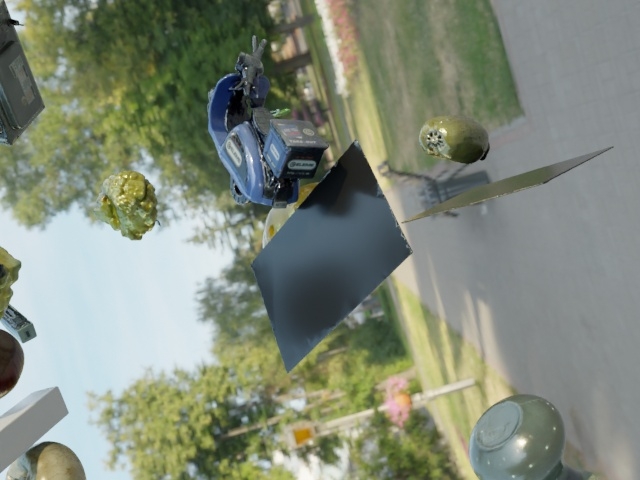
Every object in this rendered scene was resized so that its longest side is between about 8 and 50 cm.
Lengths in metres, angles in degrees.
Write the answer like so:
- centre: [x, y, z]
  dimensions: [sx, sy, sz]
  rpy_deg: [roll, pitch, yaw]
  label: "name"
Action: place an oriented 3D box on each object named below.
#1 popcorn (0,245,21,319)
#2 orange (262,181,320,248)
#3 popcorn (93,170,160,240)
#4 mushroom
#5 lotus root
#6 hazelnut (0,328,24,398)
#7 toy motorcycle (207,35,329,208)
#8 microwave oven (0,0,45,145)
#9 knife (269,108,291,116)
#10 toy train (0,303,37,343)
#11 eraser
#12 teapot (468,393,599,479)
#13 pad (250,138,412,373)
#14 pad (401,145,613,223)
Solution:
- centre: [-0.709, 0.082, 1.614]
  dimensions: [0.237, 0.293, 0.293]
  rpy_deg: [94, 167, -46]
  label: "popcorn"
- centre: [0.000, 0.000, 2.031]
  dimensions: [0.235, 0.279, 0.279]
  rpy_deg: [-116, 5, -47]
  label: "orange"
- centre: [-0.458, -0.082, 2.066]
  dimensions: [0.142, 0.174, 0.173]
  rpy_deg: [-13, -94, -50]
  label: "popcorn"
- centre: [-0.636, 0.547, 1.920]
  dimensions: [0.195, 0.254, 0.188]
  rpy_deg: [14, -118, -36]
  label: "mushroom"
- centre: [0.231, -0.169, 1.429]
  dimensions: [0.183, 0.090, 0.077]
  rpy_deg: [1, -76, -53]
  label: "lotus root"
- centre: [-0.791, 0.297, 1.979]
  dimensions: [0.160, 0.202, 0.170]
  rpy_deg: [163, 92, -76]
  label: "hazelnut"
- centre: [-0.116, -0.208, 1.549]
  dimensions: [0.358, 0.125, 0.212]
  rpy_deg: [58, 136, 39]
  label: "toy motorcycle"
- centre: [-0.647, -0.315, 1.598]
  dimensions: [0.240, 0.194, 0.145]
  rpy_deg: [83, -155, -43]
  label: "microwave oven"
- centre: [-0.124, -0.360, 2.404]
  dimensions: [0.166, 0.078, 0.022]
  rpy_deg: [-28, -60, -72]
  label: "knife"
- centre: [-0.876, 0.221, 2.414]
  dimensions: [0.234, 0.052, 0.051]
  rpy_deg: [23, 132, 45]
  label: "toy train"
- centre: [-0.675, 0.423, 1.888]
  dimensions: [0.298, 0.076, 0.078]
  rpy_deg: [-46, -62, -70]
  label: "eraser"
- centre: [0.391, 0.398, 1.513]
  dimensions: [0.251, 0.183, 0.183]
  rpy_deg: [44, -167, -19]
  label: "teapot"
- centre: [0.003, 0.033, 1.484]
  dimensions: [0.007, 0.367, 0.247]
  rpy_deg: [7, -132, -39]
  label: "pad"
- centre: [0.315, -0.092, 1.476]
  dimensions: [0.330, 0.220, 0.004]
  rpy_deg: [-16, 96, 52]
  label: "pad"
